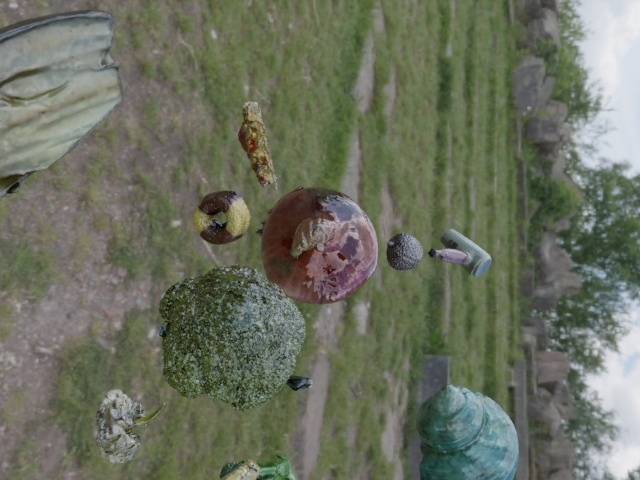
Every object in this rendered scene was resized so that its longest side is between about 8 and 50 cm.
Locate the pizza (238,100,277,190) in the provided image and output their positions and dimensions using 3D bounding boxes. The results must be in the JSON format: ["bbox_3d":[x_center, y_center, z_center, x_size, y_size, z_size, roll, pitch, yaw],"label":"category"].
[{"bbox_3d":[-0.140,-0.196,1.249,0.188,0.062,0.198,95,-22,-77],"label":"pizza"}]

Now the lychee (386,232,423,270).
[{"bbox_3d":[0.148,0.021,1.026,0.067,0.083,0.068,-66,-148,13],"label":"lychee"}]

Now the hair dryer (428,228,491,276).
[{"bbox_3d":[0.255,0.021,1.096,0.154,0.106,0.054,1,127,-52],"label":"hair dryer"}]

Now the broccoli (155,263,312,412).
[{"bbox_3d":[-0.078,0.086,0.506,0.130,0.131,0.120,68,-29,22],"label":"broccoli"}]

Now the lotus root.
[{"bbox_3d":[-0.404,-0.181,0.748,0.314,0.142,0.210,-43,145,-29],"label":"lotus root"}]

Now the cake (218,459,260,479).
[{"bbox_3d":[-0.152,0.421,0.856,0.116,0.185,0.080,61,9,10],"label":"cake"}]

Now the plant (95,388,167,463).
[{"bbox_3d":[-0.319,0.308,0.965,0.104,0.122,0.116,-127,-147,-53],"label":"plant"}]

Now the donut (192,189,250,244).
[{"bbox_3d":[-0.239,-0.053,1.351,0.059,0.141,0.140,-43,132,-66],"label":"donut"}]

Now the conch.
[{"bbox_3d":[0.234,0.330,0.941,0.196,0.134,0.202,-32,87,-43],"label":"conch"}]

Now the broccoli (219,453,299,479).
[{"bbox_3d":[-0.111,0.484,1.067,0.195,0.156,0.195,59,-11,19],"label":"broccoli"}]

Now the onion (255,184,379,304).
[{"bbox_3d":[-0.014,0.012,1.610,0.354,0.354,0.353,1,90,-74],"label":"onion"}]
